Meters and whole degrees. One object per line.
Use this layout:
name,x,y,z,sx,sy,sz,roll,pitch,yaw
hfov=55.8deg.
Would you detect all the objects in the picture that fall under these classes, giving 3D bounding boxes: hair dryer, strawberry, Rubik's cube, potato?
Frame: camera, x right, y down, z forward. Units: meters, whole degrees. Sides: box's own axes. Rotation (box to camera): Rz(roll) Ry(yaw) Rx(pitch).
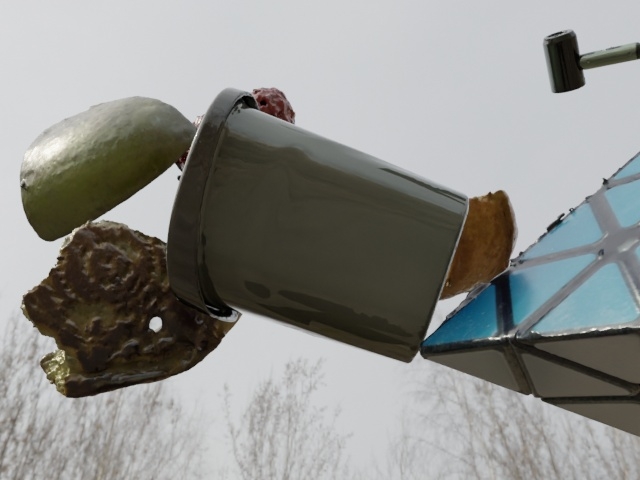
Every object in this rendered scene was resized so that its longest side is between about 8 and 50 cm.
hair dryer,0.480,-0.314,1.014,0.197,0.057,0.100,-3,-62,34
strawberry,-0.121,-0.149,0.979,0.190,0.111,0.236,37,-94,-18
Rubik's cube,0.252,0.049,0.442,0.228,0.233,0.229,-5,-56,-33
potato,-0.311,-0.153,0.917,0.255,0.269,0.112,-17,-50,26

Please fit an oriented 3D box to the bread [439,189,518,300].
bread,0.247,0.027,1.196,0.194,0.179,0.340,-14,-4,-29

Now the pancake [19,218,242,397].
pancake,-0.226,0.099,0.737,0.257,0.212,0.056,23,-15,-11

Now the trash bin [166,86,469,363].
trash bin,0.000,0.000,0.616,0.250,0.219,0.220,19,-7,7
